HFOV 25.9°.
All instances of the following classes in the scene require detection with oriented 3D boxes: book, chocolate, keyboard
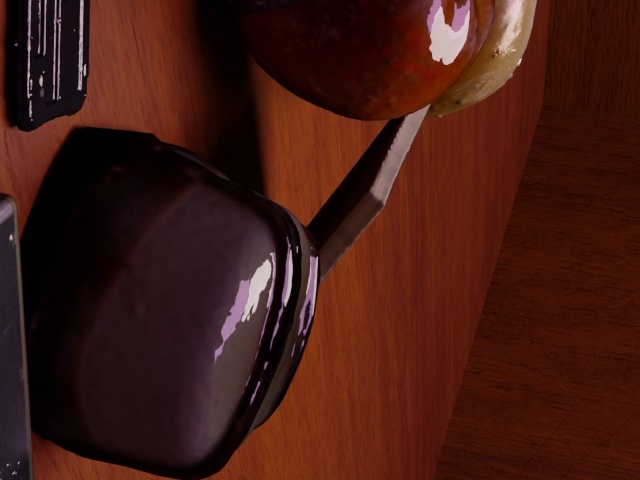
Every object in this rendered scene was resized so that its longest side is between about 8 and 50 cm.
[{"bbox_3d":[0.000,0.000,1.458,0.374,0.028,0.262,-52,-173,40],"label":"book"},{"bbox_3d":[-0.105,0.053,1.128,0.283,0.186,0.284,10,90,-76],"label":"chocolate"},{"bbox_3d":[-0.186,-0.210,0.968,0.106,0.016,0.262,-44,142,-67],"label":"keyboard"}]

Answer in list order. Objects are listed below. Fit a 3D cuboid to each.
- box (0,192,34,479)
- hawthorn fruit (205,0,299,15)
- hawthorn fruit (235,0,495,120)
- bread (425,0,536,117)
[{"bbox_3d":[-0.248,0.125,0.908,0.211,0.045,0.270,-55,152,-61],"label":"box"},{"bbox_3d":[-0.050,-0.310,1.083,0.250,0.215,0.215,54,41,-32],"label":"hawthorn fruit"},{"bbox_3d":[0.048,-0.254,1.321,0.284,0.284,0.284,10,90,-76],"label":"hawthorn fruit"},{"bbox_3d":[0.100,-0.286,1.535,0.158,0.305,0.306,-10,112,-46],"label":"bread"}]
